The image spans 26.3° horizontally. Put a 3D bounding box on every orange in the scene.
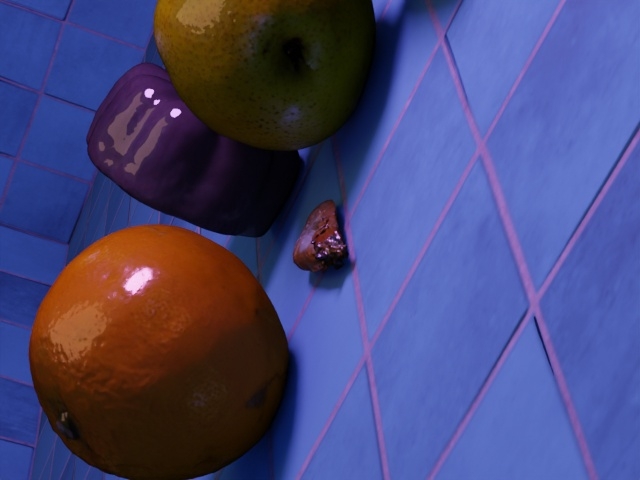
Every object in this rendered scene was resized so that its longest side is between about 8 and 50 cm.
[{"bbox_3d":[-0.188,0.136,1.605,0.312,0.312,0.312,-162,90,-75],"label":"orange"}]

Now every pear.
[{"bbox_3d":[-0.063,-0.249,1.666,0.294,0.294,0.294,-162,90,-75],"label":"pear"}]

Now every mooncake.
[{"bbox_3d":[-0.172,-0.130,1.905,0.154,0.306,0.306,-61,18,14],"label":"mooncake"}]

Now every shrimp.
[{"bbox_3d":[0.000,0.000,1.588,0.091,0.043,0.184,-66,15,6],"label":"shrimp"}]
